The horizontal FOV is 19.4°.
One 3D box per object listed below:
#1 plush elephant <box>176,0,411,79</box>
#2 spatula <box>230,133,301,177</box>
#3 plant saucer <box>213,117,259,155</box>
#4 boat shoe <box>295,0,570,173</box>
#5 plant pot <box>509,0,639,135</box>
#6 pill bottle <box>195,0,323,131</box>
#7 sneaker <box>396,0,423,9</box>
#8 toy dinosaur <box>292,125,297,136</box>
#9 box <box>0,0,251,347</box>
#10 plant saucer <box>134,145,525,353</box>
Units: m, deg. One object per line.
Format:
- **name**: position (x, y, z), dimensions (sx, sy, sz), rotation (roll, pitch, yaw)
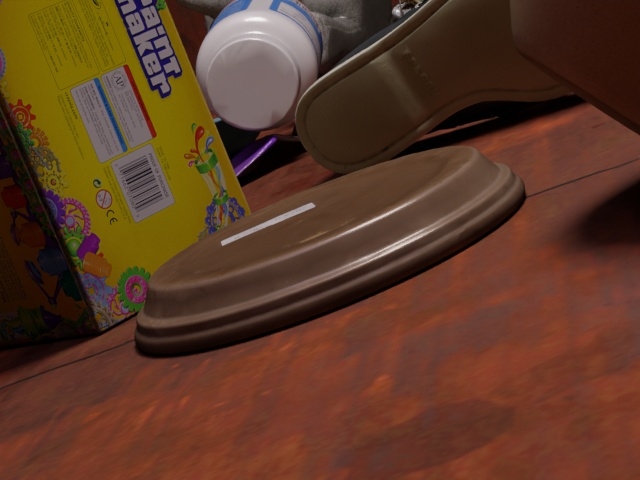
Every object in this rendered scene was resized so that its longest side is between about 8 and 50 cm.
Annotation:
- **plush elephant**: position (-0.052, -0.284, 2.271), dimensions (0.255, 0.272, 0.330), rotation (-3, -12, 23)
- **spatula**: position (-0.002, -0.112, 1.871), dimensions (0.296, 0.030, 0.084), rotation (-26, 8, -23)
- **plant saucer**: position (-0.203, -0.085, 2.053), dimensions (0.317, 0.044, 0.317), rotation (-17, 6, 2)
- **boat shoe**: position (0.138, -0.162, 1.553), dimensions (0.340, 0.127, 0.113), rotation (-31, 9, 30)
- **plant pot**: position (0.216, -0.151, 1.045), dimensions (0.191, 0.284, 0.284), rotation (-58, 8, 6)
- **pill bottle**: position (-0.062, -0.180, 1.901), dimensions (0.124, 0.124, 0.221), rotation (-20, 14, 9)
- **sneaker**: position (0.174, -0.294, 2.407), dimensions (0.086, 0.064, 0.192), rotation (-18, 8, -22)
- **toy dinosaur**: position (0.011, -0.143, 1.994), dimensions (0.090, 0.047, 0.082), rotation (-30, -11, 13)
- **box**: position (-0.241, -0.081, 1.456), dimensions (0.177, 0.290, 0.279), rotation (-30, 14, -40)
- **plant saucer**: position (0.000, 0.000, 1.235), dimensions (0.277, 0.041, 0.278), rotation (-22, 10, 4)
